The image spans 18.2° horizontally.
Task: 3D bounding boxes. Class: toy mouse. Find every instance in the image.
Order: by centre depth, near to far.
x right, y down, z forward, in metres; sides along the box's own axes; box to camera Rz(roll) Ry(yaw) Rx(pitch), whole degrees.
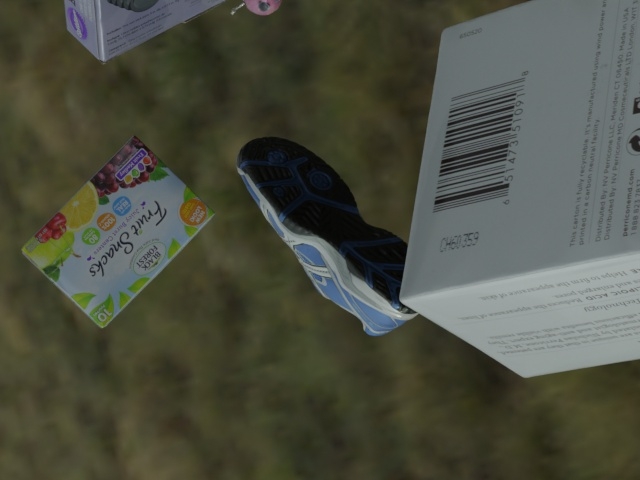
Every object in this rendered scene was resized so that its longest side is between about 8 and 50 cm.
[{"bbox_3d":[-0.022,-0.242,1.836,0.031,0.161,0.143,58,-163,-5],"label":"toy mouse"}]

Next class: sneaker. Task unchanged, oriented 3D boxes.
[{"bbox_3d":[0.000,0.000,1.709,0.211,0.080,0.081,48,144,10],"label":"sneaker"}]

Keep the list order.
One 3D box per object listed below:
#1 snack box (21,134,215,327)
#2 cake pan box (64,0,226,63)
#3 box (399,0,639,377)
[{"bbox_3d":[-0.176,-0.007,1.738,0.100,0.141,0.037,44,170,-4],"label":"snack box"},{"bbox_3d":[-0.119,-0.320,1.838,0.070,0.267,0.245,45,153,29],"label":"cake pan box"},{"bbox_3d":[0.157,-0.036,1.100,0.182,0.119,0.181,-13,57,42],"label":"box"}]
